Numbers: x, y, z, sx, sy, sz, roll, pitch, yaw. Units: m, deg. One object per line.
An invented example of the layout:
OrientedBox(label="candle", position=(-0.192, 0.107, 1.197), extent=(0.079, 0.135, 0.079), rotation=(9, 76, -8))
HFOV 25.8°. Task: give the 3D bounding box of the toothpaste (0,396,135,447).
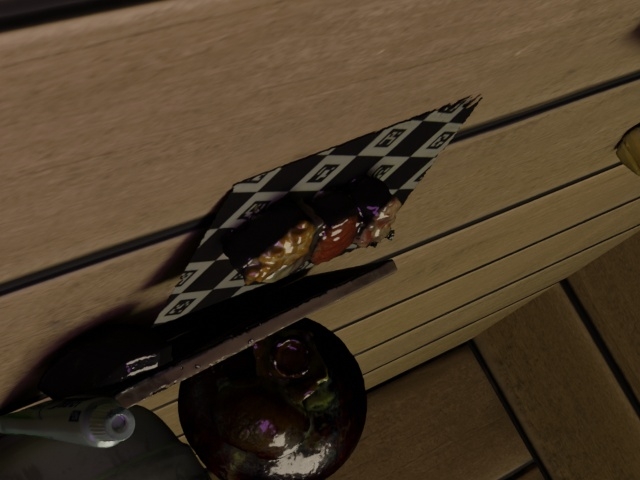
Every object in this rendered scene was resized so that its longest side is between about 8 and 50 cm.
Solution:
OrientedBox(label="toothpaste", position=(-0.260, 0.180, 1.404), extent=(0.075, 0.048, 0.297), rotation=(-17, -176, -31))

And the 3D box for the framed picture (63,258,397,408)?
OrientedBox(label="framed picture", position=(-0.105, 0.102, 1.519), extent=(0.335, 0.022, 0.247), rotation=(-25, -176, -24))

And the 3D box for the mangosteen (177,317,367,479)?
OrientedBox(label="mangosteen", position=(-0.044, 0.179, 1.665), extent=(0.231, 0.231, 0.289), rotation=(-23, 164, -29))

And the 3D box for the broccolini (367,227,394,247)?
OrientedBox(label="broccolini", position=(0.001, 0.001, 1.427), extent=(0.044, 0.042, 0.218), rotation=(-37, 166, 36))

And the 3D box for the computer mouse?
OrientedBox(label="computer mouse", position=(-0.214, 0.115, 1.364), extent=(0.172, 0.057, 0.099), rotation=(-21, -179, 42))

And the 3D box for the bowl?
OrientedBox(label="bowl", position=(-0.302, 0.295, 1.695), extent=(0.307, 0.163, 0.307), rotation=(-28, 171, -5))

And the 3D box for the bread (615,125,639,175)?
OrientedBox(label="bread", position=(0.566, -0.166, 2.001), extent=(0.266, 0.178, 0.142), rotation=(-31, 139, -6))

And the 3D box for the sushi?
OrientedBox(label="sushi", position=(0.010, -0.006, 1.281), extent=(0.290, 0.050, 0.264), rotation=(-22, 160, -35))
